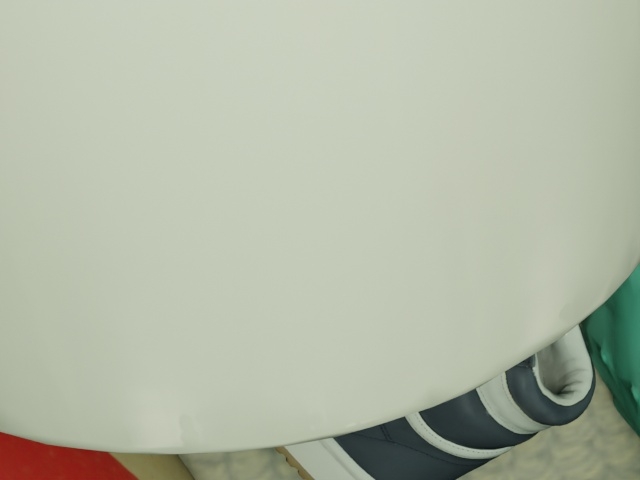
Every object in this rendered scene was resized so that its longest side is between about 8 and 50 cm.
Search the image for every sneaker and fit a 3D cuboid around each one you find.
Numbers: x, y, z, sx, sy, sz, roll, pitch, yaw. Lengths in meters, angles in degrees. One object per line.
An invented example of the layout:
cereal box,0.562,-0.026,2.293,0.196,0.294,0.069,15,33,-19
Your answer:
sneaker,0.000,0.000,0.758,0.153,0.099,0.282,-26,121,35

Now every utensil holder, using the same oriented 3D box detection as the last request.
utensil holder,-0.049,-0.177,0.516,0.327,0.327,0.385,-10,125,-3

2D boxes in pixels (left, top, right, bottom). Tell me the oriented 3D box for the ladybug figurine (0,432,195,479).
ladybug figurine,-0.232,0.161,0.785,0.449,0.162,0.305,22,106,-14

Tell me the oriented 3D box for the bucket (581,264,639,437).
bucket,0.267,0.045,0.788,0.281,0.183,0.281,-3,112,-7
